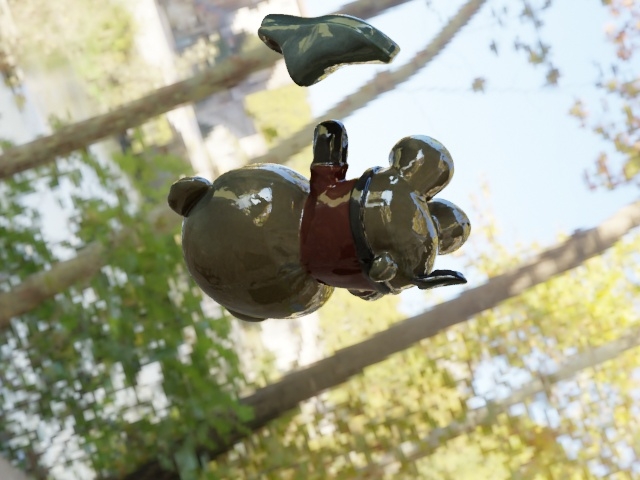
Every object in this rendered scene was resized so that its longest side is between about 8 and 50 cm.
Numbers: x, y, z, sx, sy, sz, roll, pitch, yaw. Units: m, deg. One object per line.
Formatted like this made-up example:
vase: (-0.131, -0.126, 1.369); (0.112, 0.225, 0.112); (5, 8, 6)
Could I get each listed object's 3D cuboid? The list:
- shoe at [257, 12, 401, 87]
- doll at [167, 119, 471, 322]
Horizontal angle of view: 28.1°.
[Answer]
shoe: (-0.001, -0.194, 1.354); (0.195, 0.078, 0.079); (19, -6, 45)
doll: (0.000, 0.000, 1.433); (0.174, 0.329, 0.235); (-74, 148, -46)
